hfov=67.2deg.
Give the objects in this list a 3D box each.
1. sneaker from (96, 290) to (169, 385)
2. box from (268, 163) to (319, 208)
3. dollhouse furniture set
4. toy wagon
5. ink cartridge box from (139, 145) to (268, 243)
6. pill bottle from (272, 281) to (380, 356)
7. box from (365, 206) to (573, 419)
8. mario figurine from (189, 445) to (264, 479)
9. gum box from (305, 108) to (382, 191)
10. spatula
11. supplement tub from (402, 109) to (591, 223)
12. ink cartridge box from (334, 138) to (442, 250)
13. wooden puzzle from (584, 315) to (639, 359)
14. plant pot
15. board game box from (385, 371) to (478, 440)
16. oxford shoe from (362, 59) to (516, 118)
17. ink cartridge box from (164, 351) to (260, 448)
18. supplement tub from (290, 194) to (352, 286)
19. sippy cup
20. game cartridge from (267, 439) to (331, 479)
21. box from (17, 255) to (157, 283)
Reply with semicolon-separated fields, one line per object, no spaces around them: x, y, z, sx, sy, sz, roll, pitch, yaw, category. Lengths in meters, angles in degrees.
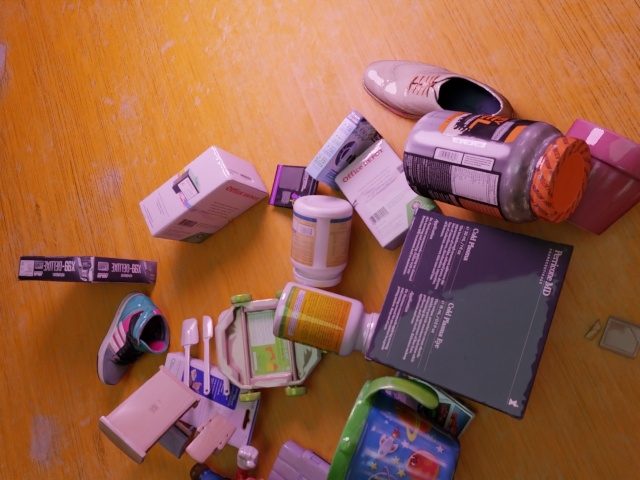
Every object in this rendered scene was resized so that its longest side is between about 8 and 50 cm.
-0.544;0.317;1.432;0.179;0.124;0.295;19;91;34;sneaker
-0.070;-0.141;1.289;0.162;0.029;0.116;14;90;47;box
-0.421;0.533;1.248;0.286;0.198;0.303;36;130;10;dollhouse furniture set
-0.093;0.262;1.236;0.345;0.068;0.267;-7;81;2;toy wagon
-0.316;-0.116;1.330;0.278;0.201;0.117;-33;72;17;ink cartridge box
0.023;0.193;1.135;0.246;0.136;0.136;15;90;6;pill bottle
0.310;0.146;1.012;0.313;0.179;0.343;18;83;25;box
-0.246;0.625;1.192;0.321;0.170;0.198;-18;81;41;mario figurine
0.062;-0.218;1.199;0.041;0.157;0.184;43;101;22;gum box
-0.317;0.318;1.336;0.168;0.019;0.241;-13;60;10;spatula
0.337;-0.147;0.953;0.316;0.194;0.193;25;95;45;supplement tub
0.164;-0.111;1.176;0.160;0.093;0.219;-38;71;15;ink cartridge box
0.616;0.197;0.986;0.116;0.014;0.078;27;100;24;wooden puzzle
0.553;-0.119;0.962;0.201;0.201;0.180;37;114;23;plant pot
0.196;0.460;1.119;0.193;0.053;0.305;35;98;24;board game box
0.263;-0.358;1.130;0.397;0.146;0.140;25;95;24;oxford shoe
-0.303;0.440;1.338;0.333;0.065;0.165;15;90;26;ink cartridge box
0.000;0.000;1.186;0.144;0.144;0.199;14;111;25;supplement tub
0.158;0.443;0.997;0.224;0.305;0.240;21;58;15;sippy cup
0.018;0.678;1.173;0.355;0.068;0.230;26;91;24;game cartridge
-0.697;0.090;1.455;0.308;0.242;0.076;-1;84;23;box
